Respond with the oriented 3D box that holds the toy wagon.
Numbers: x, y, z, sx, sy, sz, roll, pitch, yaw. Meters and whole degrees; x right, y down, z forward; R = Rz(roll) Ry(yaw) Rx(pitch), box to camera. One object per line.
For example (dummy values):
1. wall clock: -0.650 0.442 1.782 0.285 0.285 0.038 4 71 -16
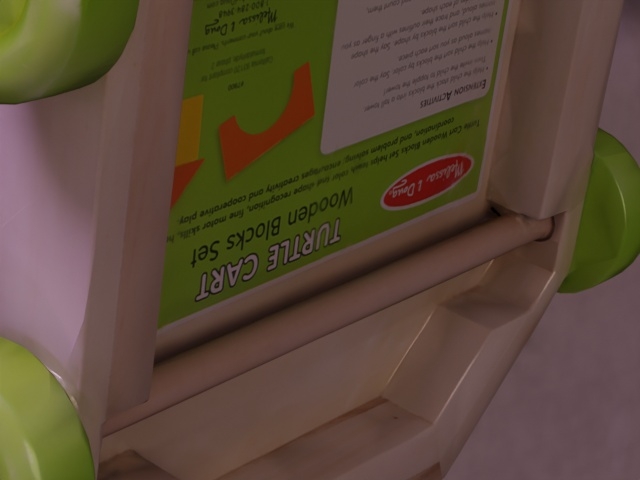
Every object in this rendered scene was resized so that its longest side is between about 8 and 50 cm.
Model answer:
1. toy wagon: 0.000 0.000 0.479 0.267 0.068 0.344 -21 128 -47
